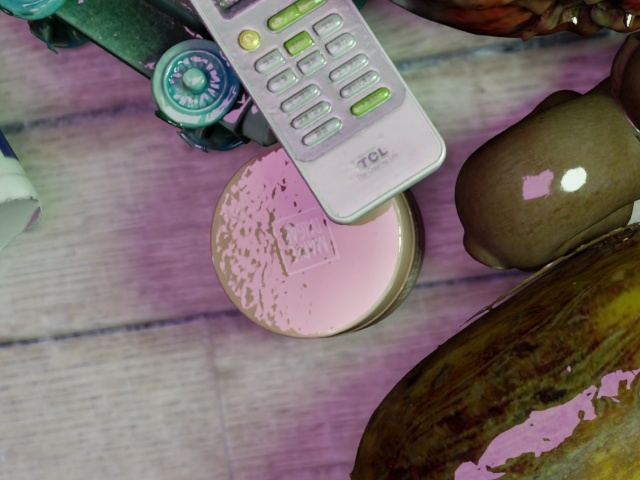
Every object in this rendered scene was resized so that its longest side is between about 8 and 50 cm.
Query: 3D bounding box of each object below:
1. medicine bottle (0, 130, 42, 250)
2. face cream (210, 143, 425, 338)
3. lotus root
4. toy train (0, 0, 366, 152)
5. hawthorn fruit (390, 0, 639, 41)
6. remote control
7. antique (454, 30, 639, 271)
[{"bbox_3d":[-0.384,-0.117,1.320,0.190,0.190,0.332,-35,82,10],"label":"medicine bottle"},{"bbox_3d":[0.000,0.000,1.272,0.149,0.104,0.149,0,89,13],"label":"face cream"},{"bbox_3d":[0.173,0.134,1.188,0.397,0.179,0.196,-34,101,8],"label":"lotus root"},{"bbox_3d":[-0.120,-0.204,1.302,0.298,0.120,0.194,34,89,11],"label":"toy train"},{"bbox_3d":[0.155,-0.294,1.148,0.308,0.308,0.325,-15,98,12],"label":"hawthorn fruit"},{"bbox_3d":[-0.013,-0.136,1.207,0.103,0.034,0.250,-31,82,-2],"label":"remote control"},{"bbox_3d":[0.210,-0.071,1.209,0.256,0.143,0.121,-30,81,9],"label":"antique"}]
